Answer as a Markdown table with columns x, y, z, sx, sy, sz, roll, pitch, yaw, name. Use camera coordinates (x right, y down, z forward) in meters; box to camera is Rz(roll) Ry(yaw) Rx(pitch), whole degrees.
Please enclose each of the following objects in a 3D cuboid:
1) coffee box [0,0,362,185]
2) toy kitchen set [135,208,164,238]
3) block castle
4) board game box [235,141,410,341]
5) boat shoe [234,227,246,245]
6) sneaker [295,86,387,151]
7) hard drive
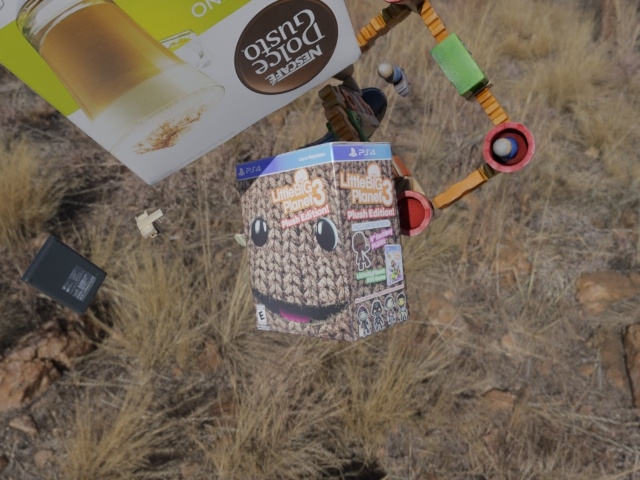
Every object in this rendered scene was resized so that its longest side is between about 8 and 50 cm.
| x | y | z | sx | sy | sz | roll | pitch | yaw | name |
| --- | --- | --- | --- | --- | --- | --- | --- | --- | --- |
| -0.198 | -0.341 | 0.656 | 0.337 | 0.334 | 0.338 | -30 | 61 | 4 | coffee box |
| -0.414 | -0.034 | 1.377 | 0.068 | 0.075 | 0.083 | -35 | 45 | -5 | toy kitchen set |
| 0.165 | -0.264 | 1.028 | 0.454 | 0.303 | 0.212 | 60 | 27 | 9 | block castle |
| 0.000 | 0.000 | 0.896 | 0.232 | 0.291 | 0.141 | -4 | 4 | 45 | board game box |
| -0.159 | -0.009 | 1.275 | 0.043 | 0.049 | 0.137 | -39 | 20 | -22 | boat shoe |
| 0.071 | -0.239 | 1.312 | 0.341 | 0.125 | 0.139 | -50 | 37 | -17 | sneaker |
| -0.472 | 0.067 | 1.007 | 0.022 | 0.135 | 0.094 | 5 | 60 | 33 | hard drive |
